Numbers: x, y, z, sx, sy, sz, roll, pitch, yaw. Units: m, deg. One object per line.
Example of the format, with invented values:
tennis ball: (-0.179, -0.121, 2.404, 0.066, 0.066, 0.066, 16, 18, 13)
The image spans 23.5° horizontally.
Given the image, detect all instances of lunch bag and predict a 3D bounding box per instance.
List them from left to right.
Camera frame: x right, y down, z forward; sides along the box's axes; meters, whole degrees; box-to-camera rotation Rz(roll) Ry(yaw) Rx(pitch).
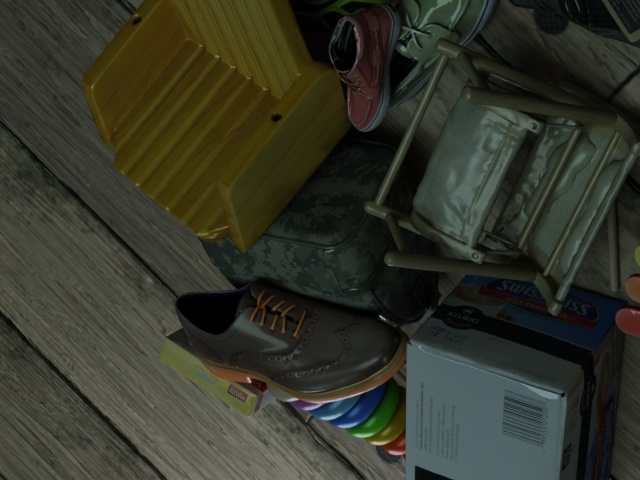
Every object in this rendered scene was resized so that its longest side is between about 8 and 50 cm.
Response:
lunch bag: (0.000, 0.000, 2.158, 0.305, 0.212, 0.256, 9, 143, 34)

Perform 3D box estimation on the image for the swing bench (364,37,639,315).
swing bench: (0.226, -0.077, 1.902, 0.254, 0.165, 0.253, 16, 116, -18)

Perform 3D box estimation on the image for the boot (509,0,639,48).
boot: (0.353, -0.268, 1.785, 0.161, 0.246, 0.083, -143, 69, -70)

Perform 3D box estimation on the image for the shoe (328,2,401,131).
shoe: (0.046, -0.212, 1.936, 0.063, 0.081, 0.178, 36, 130, 33)

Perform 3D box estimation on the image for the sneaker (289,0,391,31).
sneaker: (0.038, -0.396, 1.941, 0.385, 0.145, 0.147, -45, 49, 54)

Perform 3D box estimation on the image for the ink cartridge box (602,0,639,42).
ink cartridge box: (0.354, -0.346, 1.634, 0.088, 0.234, 0.193, -27, 100, 44)

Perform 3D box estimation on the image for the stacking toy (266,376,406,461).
stacking toy: (0.081, 0.241, 2.264, 0.330, 0.141, 0.141, 35, 142, -27)

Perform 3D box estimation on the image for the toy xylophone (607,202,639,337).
toy xylophone: (0.449, 0.025, 1.916, 0.236, 0.081, 0.323, 7, 122, 35)

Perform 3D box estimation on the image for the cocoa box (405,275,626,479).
cocoa box: (0.264, 0.246, 2.101, 0.231, 0.228, 0.347, 17, 127, 26)

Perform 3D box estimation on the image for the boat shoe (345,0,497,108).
boat shoe: (0.132, -0.262, 1.960, 0.109, 0.094, 0.302, 41, 135, 8)

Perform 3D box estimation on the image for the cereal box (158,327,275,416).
cereal box: (-0.109, 0.168, 2.329, 0.173, 0.240, 0.047, 30, 117, 18)

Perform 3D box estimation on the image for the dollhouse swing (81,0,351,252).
dollhouse swing: (-0.186, -0.229, 2.008, 0.347, 0.315, 0.305, 37, 177, 37)

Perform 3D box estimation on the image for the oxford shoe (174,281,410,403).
oxford shoe: (-0.049, 0.131, 2.088, 0.363, 0.130, 0.133, 0, 142, 36)
